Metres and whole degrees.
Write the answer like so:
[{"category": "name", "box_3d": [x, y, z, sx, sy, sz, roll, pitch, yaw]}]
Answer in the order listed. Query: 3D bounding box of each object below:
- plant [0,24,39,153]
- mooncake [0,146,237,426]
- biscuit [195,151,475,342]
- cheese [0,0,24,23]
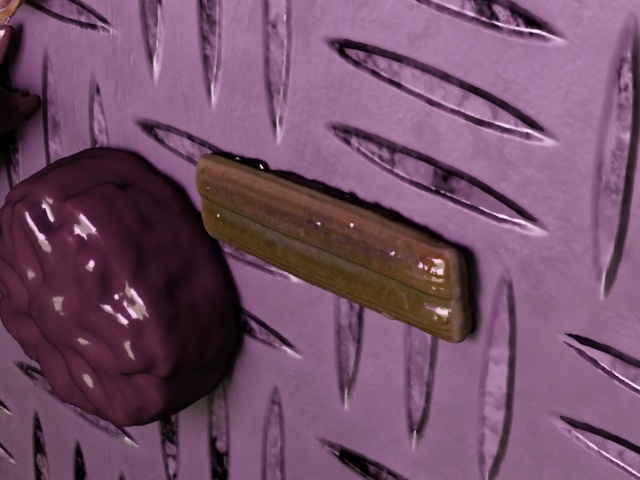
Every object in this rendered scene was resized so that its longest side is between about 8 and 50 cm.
[{"category": "plant", "box_3d": [-0.432, -0.123, 1.670, 0.181, 0.194, 0.321, 53, 144, 6]}, {"category": "mooncake", "box_3d": [-0.217, 0.055, 1.581, 0.283, 0.141, 0.283, 29, 134, 36]}, {"category": "biscuit", "box_3d": [0.000, 0.000, 1.386, 0.322, 0.038, 0.099, 23, 130, 38]}, {"category": "cheese", "box_3d": [-0.389, -0.320, 1.449, 0.259, 0.316, 0.128, 129, 150, -48]}]
